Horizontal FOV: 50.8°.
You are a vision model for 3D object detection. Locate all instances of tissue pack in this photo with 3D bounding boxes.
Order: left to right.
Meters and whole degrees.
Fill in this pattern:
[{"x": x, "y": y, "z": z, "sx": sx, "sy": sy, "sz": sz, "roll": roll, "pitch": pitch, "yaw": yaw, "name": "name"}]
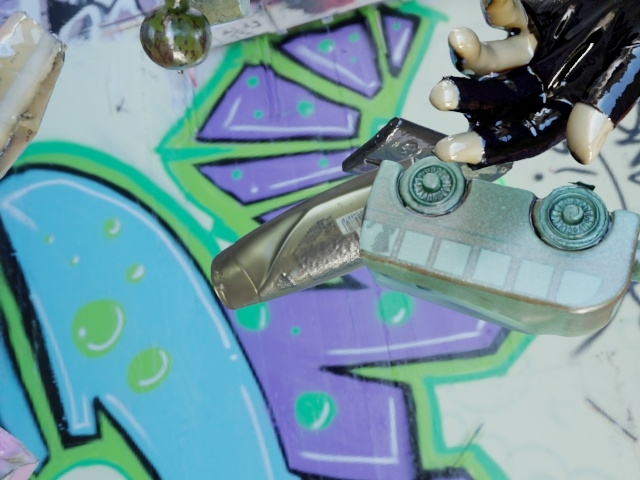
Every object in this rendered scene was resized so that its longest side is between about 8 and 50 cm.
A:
[{"x": -0.480, "y": -0.198, "z": 0.994, "sx": 0.123, "sy": 0.215, "sz": 0.256, "roll": 35, "pitch": 79, "yaw": -32, "name": "tissue pack"}]

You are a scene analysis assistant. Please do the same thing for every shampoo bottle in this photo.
[{"x": 0.000, "y": 0.000, "z": 0.966, "sx": 0.125, "sy": 0.350, "sz": 0.084, "roll": 54, "pitch": 21, "yaw": -29, "name": "shampoo bottle"}]

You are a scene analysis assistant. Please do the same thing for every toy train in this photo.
[{"x": 0.198, "y": 0.010, "z": 0.753, "sx": 0.129, "sy": 0.327, "sz": 0.159, "roll": 53, "pitch": 55, "yaw": -65, "name": "toy train"}]

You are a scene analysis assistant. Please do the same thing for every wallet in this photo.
[{"x": 0.212, "y": -0.144, "z": 1.300, "sx": 0.321, "sy": 0.170, "sz": 0.044, "roll": 11, "pitch": 57, "yaw": -35, "name": "wallet"}]

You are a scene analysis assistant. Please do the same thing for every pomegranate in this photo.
[{"x": -0.271, "y": -0.407, "z": 1.293, "sx": 0.169, "sy": 0.149, "sz": 0.148, "roll": 114, "pitch": -19, "yaw": -45, "name": "pomegranate"}]

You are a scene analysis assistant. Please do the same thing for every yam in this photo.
[{"x": -0.228, "y": -0.501, "z": 1.451, "sx": 0.078, "sy": 0.179, "sz": 0.078, "roll": 7, "pitch": 82, "yaw": -60, "name": "yam"}]

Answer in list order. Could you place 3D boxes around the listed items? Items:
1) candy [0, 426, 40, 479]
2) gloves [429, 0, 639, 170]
[{"x": -0.558, "y": 0.417, "z": 1.012, "sx": 0.116, "sy": 0.265, "sz": 0.155, "roll": 37, "pitch": 8, "yaw": 7, "name": "candy"}, {"x": 0.223, "y": -0.167, "z": 0.615, "sx": 0.197, "sy": 0.301, "sz": 0.152, "roll": 48, "pitch": -19, "yaw": 38, "name": "gloves"}]
